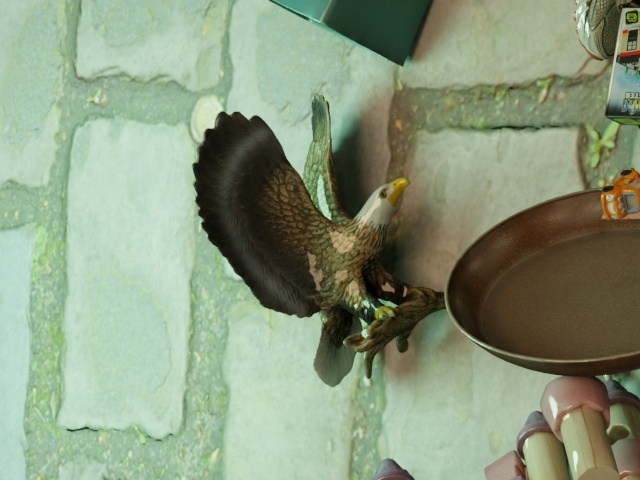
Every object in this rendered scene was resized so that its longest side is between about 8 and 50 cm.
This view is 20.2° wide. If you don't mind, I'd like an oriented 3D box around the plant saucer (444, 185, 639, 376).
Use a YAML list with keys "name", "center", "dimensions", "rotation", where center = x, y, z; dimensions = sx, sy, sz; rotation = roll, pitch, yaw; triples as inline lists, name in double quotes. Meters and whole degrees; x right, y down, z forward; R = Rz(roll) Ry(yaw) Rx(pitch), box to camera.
- name: "plant saucer"
  center: [0.278, 0.043, 1.751]
  dimensions: [0.311, 0.310, 0.050]
  rotation: [10, 129, 40]

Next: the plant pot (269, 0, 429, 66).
- name: "plant pot"
  center: [0.046, -0.350, 2.034]
  dimensions: [0.166, 0.165, 0.234]
  rotation: [31, 97, 37]

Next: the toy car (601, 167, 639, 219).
- name: "toy car"
  center: [0.309, -0.080, 1.789]
  dimensions: [0.040, 0.060, 0.122]
  rotation: [15, 116, 45]

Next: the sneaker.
- name: "sneaker"
  center: [0.339, -0.280, 1.829]
  dimensions: [0.093, 0.088, 0.225]
  rotation: [42, 112, 33]

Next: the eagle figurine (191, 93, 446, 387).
- name: "eagle figurine"
  center: [0.008, -0.008, 1.998]
  dimensions: [0.225, 0.226, 0.298]
  rotation: [-42, 73, -13]

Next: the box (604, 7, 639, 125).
- name: "box"
  center: [0.376, -0.164, 1.713]
  dimensions: [0.207, 0.036, 0.114]
  rotation: [5, 83, 40]

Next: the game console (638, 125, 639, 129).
- name: "game console"
  center: [0.487, -0.162, 1.676]
  dimensions: [0.386, 0.060, 0.342]
  rotation: [46, 121, 37]

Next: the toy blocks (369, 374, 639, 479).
- name: "toy blocks"
  center: [0.230, 0.277, 1.809]
  dimensions: [0.289, 0.309, 0.260]
  rotation: [-35, 31, 19]
